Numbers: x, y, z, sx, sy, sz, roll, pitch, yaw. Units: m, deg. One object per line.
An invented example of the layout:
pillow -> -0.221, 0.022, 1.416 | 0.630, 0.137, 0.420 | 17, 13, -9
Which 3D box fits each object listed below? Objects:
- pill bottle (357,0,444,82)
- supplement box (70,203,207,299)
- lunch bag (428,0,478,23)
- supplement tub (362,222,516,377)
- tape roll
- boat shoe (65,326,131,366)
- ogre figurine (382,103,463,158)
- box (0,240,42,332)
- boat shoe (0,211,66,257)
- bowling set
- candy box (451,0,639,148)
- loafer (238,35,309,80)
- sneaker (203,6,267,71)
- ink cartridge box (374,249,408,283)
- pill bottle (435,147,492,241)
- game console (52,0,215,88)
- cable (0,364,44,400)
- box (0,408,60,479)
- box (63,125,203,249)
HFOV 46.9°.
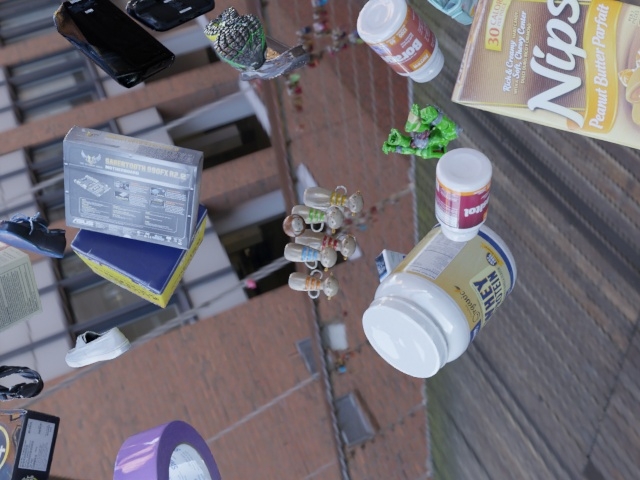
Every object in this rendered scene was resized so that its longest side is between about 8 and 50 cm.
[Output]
pill bottle -> 0.186, -0.443, 1.638 | 0.216, 0.121, 0.121 | 29, -156, -48
supplement box -> -0.372, 0.004, 1.563 | 0.194, 0.195, 0.356 | 28, 167, -4
lunch bag -> 0.265, -0.589, 1.551 | 0.223, 0.160, 0.262 | -22, -79, -68
supplement tub -> 0.259, 0.122, 1.605 | 0.228, 0.316, 0.228 | 30, 143, 25
tape roll -> -0.272, 0.481, 1.373 | 0.275, 0.090, 0.275 | -22, -90, -80
boat shoe -> -0.473, 0.218, 1.530 | 0.184, 0.066, 0.063 | -14, 106, 40
ogre figurine -> 0.233, -0.236, 1.668 | 0.197, 0.118, 0.097 | -54, 29, 41
box -> -0.727, 0.121, 1.539 | 0.126, 0.232, 0.149 | 19, 124, 35
boat shoe -> -0.721, -0.023, 1.831 | 0.258, 0.109, 0.089 | 68, -148, -78
bowling set -> 0.000, 0.000, 1.765 | 0.200, 0.154, 0.287 | 11, -93, -77
candy box -> 0.364, -0.247, 1.044 | 0.087, 0.316, 0.183 | -79, 2, -77
loafer -> -0.177, -0.602, 2.413 | 0.366, 0.133, 0.130 | 7, 121, 52
sneaker -> -0.195, -0.510, 1.938 | 0.146, 0.134, 0.343 | 48, -174, -32
ink cartridge box -> 0.331, 0.138, 2.318 | 0.065, 0.332, 0.165 | -48, 40, 40
pill bottle -> 0.227, -0.068, 1.179 | 0.152, 0.086, 0.086 | 79, 165, -53
game console -> -0.345, -0.446, 1.505 | 0.213, 0.361, 0.044 | 41, 137, 6
cable -> -0.795, 0.363, 1.885 | 0.184, 0.150, 0.047 | -29, -46, -81
box -> -0.627, 0.493, 1.266 | 0.097, 0.318, 0.395 | 37, -128, -55
box -> -0.331, -0.090, 1.299 | 0.056, 0.231, 0.183 | -83, 4, -54
